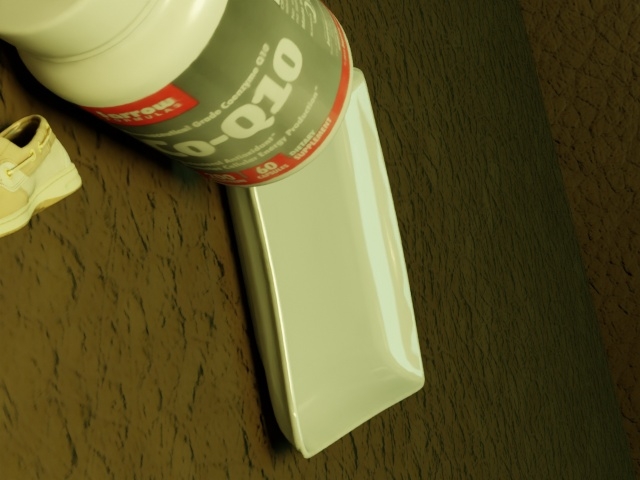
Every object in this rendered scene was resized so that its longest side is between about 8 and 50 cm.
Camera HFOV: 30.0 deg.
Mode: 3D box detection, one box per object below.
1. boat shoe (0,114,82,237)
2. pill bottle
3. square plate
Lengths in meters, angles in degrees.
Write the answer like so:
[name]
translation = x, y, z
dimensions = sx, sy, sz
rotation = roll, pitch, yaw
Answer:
[boat shoe]
translation = -0.190, -0.032, 0.666
dimensions = 0.170, 0.063, 0.059
rotation = -61, 133, -71
[pill bottle]
translation = -0.102, -0.146, 0.795
dimensions = 0.283, 0.161, 0.161
rotation = 28, 54, -62
[square plate]
translation = 0.000, 0.000, 1.120
dimensions = 0.344, 0.049, 0.347
rotation = -10, 88, -68
